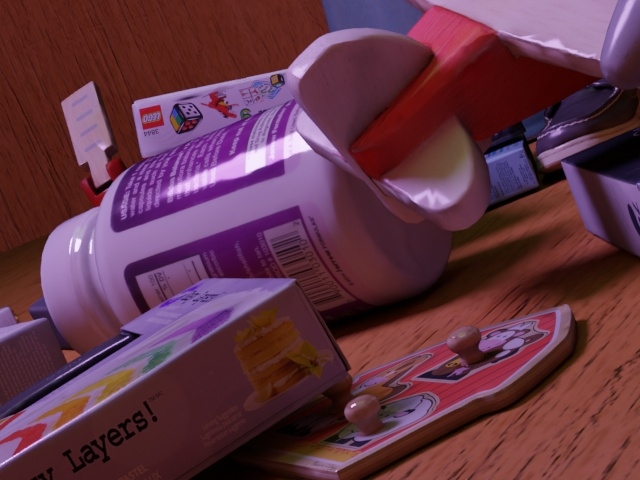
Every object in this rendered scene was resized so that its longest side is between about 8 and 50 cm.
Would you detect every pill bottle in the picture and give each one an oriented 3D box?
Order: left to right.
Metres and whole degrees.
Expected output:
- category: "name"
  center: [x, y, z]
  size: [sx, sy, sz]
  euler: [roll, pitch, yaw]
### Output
- category: "pill bottle"
  center: [-0.064, 0.000, 1.328]
  size: [0.301, 0.169, 0.169]
  euler: [-19, 8, 31]

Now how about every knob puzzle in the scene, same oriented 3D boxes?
- category: "knob puzzle"
  center: [0.055, 0.072, 0.944]
  size: [0.213, 0.030, 0.213]
  euler: [-23, 6, 3]

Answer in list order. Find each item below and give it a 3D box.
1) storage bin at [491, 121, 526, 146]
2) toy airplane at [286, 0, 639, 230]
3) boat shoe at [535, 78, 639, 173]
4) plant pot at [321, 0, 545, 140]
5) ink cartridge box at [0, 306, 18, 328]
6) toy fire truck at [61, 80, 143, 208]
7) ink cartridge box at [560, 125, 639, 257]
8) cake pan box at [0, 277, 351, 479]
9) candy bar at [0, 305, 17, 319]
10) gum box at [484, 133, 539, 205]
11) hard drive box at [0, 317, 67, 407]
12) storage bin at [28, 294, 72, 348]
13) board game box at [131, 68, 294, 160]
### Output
- category: "storage bin"
  center: [0.115, -0.117, 1.678]
  size: [0.122, 0.084, 0.180]
  euler: [-23, 2, -4]
- category: "toy airplane"
  center: [0.136, -0.187, 1.113]
  size: [0.386, 0.272, 0.384]
  euler: [-4, 34, 20]
- category: "boat shoe"
  center: [0.256, -0.135, 1.636]
  size: [0.103, 0.092, 0.285]
  euler: [-20, 7, 30]
- category: "plant pot"
  center: [0.144, -0.282, 2.037]
  size: [0.341, 0.334, 0.341]
  euler: [-19, 11, 4]
- category: "ink cartridge box"
  center: [-0.505, 0.159, 2.109]
  size: [0.224, 0.045, 0.223]
  euler: [-29, 8, -36]
- category: "toy fire truck"
  center: [-0.148, -0.073, 1.745]
  size: [0.217, 0.246, 0.158]
  euler: [-34, 3, -7]
- category: "ink cartridge box"
  center: [0.256, -0.045, 1.055]
  size: [0.165, 0.065, 0.333]
  euler: [-23, 7, 0]
- category: "cake pan box"
  center: [-0.128, 0.109, 1.014]
  size: [0.245, 0.070, 0.267]
  euler: [-30, 6, -12]
- category: "candy bar"
  center: [-0.450, 0.109, 2.448]
  size: [0.040, 0.018, 0.161]
  euler: [-21, 6, -10]
- category: "gum box"
  center: [0.111, -0.042, 1.616]
  size: [0.184, 0.041, 0.157]
  euler: [-22, 6, 9]
- category: "hard drive box"
  center: [-0.329, 0.154, 1.352]
  size: [0.232, 0.089, 0.181]
  euler: [-27, 7, -36]
- category: "storage bin"
  center: [-0.255, 0.064, 1.851]
  size: [0.091, 0.098, 0.135]
  euler: [-37, 11, -21]
- category: "board game box"
  center: [-0.048, -0.078, 1.523]
  size: [0.193, 0.053, 0.305]
  euler: [-12, -11, 0]
